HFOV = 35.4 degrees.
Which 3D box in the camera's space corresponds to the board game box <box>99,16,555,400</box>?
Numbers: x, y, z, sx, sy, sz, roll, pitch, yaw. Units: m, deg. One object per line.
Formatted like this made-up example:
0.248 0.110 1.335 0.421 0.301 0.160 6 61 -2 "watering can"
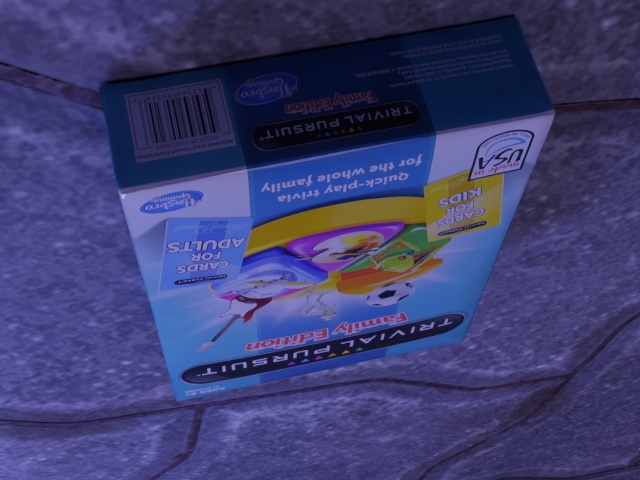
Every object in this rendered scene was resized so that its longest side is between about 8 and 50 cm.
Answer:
0.000 0.000 0.716 0.253 0.079 0.336 -11 152 -8 "board game box"
